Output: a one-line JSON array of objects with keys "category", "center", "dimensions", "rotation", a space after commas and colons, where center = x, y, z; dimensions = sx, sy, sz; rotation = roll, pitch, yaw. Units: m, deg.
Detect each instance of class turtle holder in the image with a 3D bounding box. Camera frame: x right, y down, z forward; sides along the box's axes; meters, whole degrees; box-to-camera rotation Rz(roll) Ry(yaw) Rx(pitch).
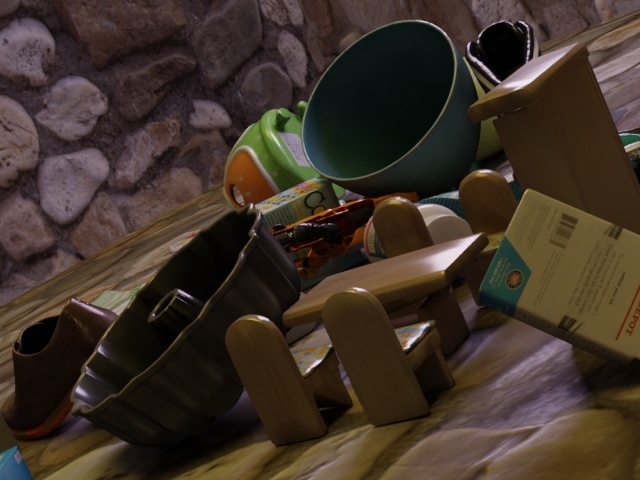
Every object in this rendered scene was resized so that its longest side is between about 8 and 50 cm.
[{"category": "turtle holder", "center": [-0.073, -0.151, 2.546], "dimensions": [0.227, 0.243, 0.320], "rotation": [-39, 14, 22]}]

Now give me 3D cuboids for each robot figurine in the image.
[{"category": "robot figurine", "center": [0.000, 0.000, 1.800], "dimensions": [0.291, 0.085, 0.211], "rotation": [-19, -1, -24]}]

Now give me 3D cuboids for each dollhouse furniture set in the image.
[{"category": "dollhouse furniture set", "center": [0.125, -0.008, 1.286], "dimensions": [0.394, 0.256, 0.362], "rotation": [-17, 12, 36]}]

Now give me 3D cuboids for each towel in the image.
[{"category": "towel", "center": [-0.426, 0.144, 2.426], "dimensions": [0.325, 0.038, 0.248], "rotation": [-13, 16, 49]}]

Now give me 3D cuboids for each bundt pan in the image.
[{"category": "bundt pan", "center": [-0.146, 0.116, 1.462], "dimensions": [0.331, 0.124, 0.331], "rotation": [-42, 17, 17]}]

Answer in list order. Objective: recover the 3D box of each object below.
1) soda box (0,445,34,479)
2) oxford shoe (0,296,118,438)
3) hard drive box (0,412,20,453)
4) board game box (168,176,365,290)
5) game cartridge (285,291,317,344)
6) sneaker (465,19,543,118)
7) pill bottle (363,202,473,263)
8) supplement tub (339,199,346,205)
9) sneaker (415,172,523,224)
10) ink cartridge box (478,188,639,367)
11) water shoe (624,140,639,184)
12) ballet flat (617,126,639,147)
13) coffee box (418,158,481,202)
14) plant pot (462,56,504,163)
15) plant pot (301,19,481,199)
[{"category": "soda box", "center": [-0.389, 0.313, 1.385], "dimensions": [0.071, 0.067, 0.210], "rotation": [-24, 9, 5]}, {"category": "oxford shoe", "center": [-0.382, 0.175, 1.721], "dimensions": [0.364, 0.133, 0.130], "rotation": [-37, 19, 43]}, {"category": "hard drive box", "center": [-0.571, 0.312, 1.755], "dimensions": [0.181, 0.089, 0.232], "rotation": [-33, 13, -36]}, {"category": "board game box", "center": [-0.091, 0.020, 1.968], "dimensions": [0.275, 0.144, 0.142], "rotation": [-25, 10, -6]}, {"category": "game cartridge", "center": [-0.153, 0.153, 1.696], "dimensions": [0.297, 0.062, 0.198], "rotation": [-26, 14, -11]}, {"category": "sneaker", "center": [0.360, -0.252, 1.976], "dimensions": [0.169, 0.257, 0.447], "rotation": [-22, 10, 16]}, {"category": "pill bottle", "center": [0.136, 0.003, 1.624], "dimensions": [0.108, 0.108, 0.180], "rotation": [-27, 11, -14]}, {"category": "supplement tub", "center": [0.005, -0.022, 2.171], "dimensions": [0.107, 0.071, 0.071], "rotation": [-23, 10, 10]}, {"category": "sneaker", "center": [0.229, -0.040, 1.732], "dimensions": [0.229, 0.087, 0.092], "rotation": [-14, 5, 23]}, {"category": "ink cartridge box", "center": [0.240, 0.041, 1.055], "dimensions": [0.104, 0.180, 0.060], "rotation": [-63, -12, -10]}, {"category": "water shoe", "center": [0.379, -0.061, 1.555], "dimensions": [0.203, 0.073, 0.080], "rotation": [-25, 37, -2]}, {"category": "ballet flat", "center": [0.464, -0.128, 1.660], "dimensions": [0.068, 0.072, 0.213], "rotation": [4, -2, -28]}, {"category": "coffee box", "center": [0.187, -0.112, 2.089], "dimensions": [0.184, 0.113, 0.040], "rotation": [-14, 17, 40]}, {"category": "plant pot", "center": [0.247, -0.236, 2.257], "dimensions": [0.254, 0.276, 0.276], "rotation": [-18, 5, -34]}, {"category": "plant pot", "center": [0.141, -0.175, 1.931], "dimensions": [0.290, 0.195, 0.290], "rotation": [-23, 49, 29]}]
